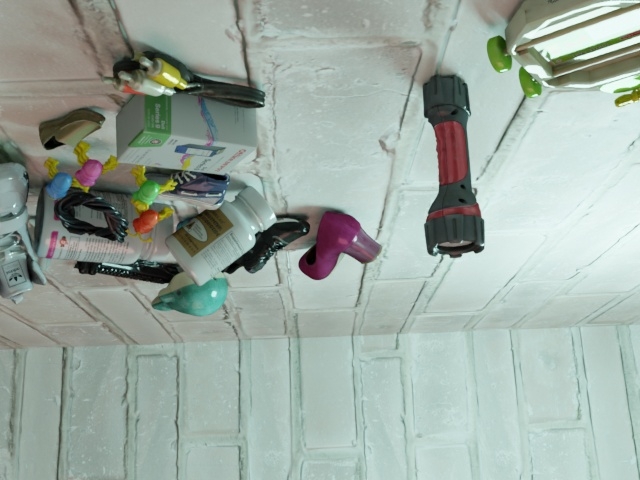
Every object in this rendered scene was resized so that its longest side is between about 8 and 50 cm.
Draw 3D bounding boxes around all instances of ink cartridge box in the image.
[{"bbox_3d":[-0.237,-0.191,1.486,0.212,0.093,0.154,4,164,-31],"label":"ink cartridge box"}]

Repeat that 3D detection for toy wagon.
[{"bbox_3d":[0.429,-0.295,1.290,0.267,0.068,0.344,-14,161,34],"label":"toy wagon"}]

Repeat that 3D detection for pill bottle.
[{"bbox_3d":[-0.484,-0.030,1.878,0.283,0.160,0.160,6,161,-26],"label":"pill bottle"},{"bbox_3d":[-0.218,-0.016,1.863,0.229,0.131,0.131,-38,168,-12],"label":"pill bottle"}]

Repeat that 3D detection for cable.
[{"bbox_3d":[-0.459,-0.042,1.688,0.151,0.047,0.184,24,154,-10],"label":"cable"},{"bbox_3d":[-0.222,-0.240,1.366,0.139,0.072,0.287,-9,163,39],"label":"cable"}]

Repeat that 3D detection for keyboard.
[{"bbox_3d":[-0.548,0.090,2.495,0.201,0.033,0.317,-18,158,41],"label":"keyboard"}]

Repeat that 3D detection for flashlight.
[{"bbox_3d":[0.214,-0.127,1.400,0.103,0.304,0.103,3,163,-17],"label":"flashlight"}]

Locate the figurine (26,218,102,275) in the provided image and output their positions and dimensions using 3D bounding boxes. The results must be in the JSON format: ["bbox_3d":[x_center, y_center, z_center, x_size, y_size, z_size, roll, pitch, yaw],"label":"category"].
[{"bbox_3d":[-0.645,0.003,2.119,0.215,0.092,0.209,5,154,-22],"label":"figurine"}]

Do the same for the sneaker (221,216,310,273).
[{"bbox_3d":[-0.146,0.022,2.161,0.283,0.124,0.107,-13,161,30],"label":"sneaker"}]

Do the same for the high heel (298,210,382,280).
[{"bbox_3d":[0.000,0.000,2.219,0.181,0.127,0.377,37,152,-20],"label":"high heel"}]

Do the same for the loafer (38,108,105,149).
[{"bbox_3d":[-0.448,-0.196,1.516,0.148,0.050,0.056,-12,161,30],"label":"loafer"}]

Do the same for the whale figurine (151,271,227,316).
[{"bbox_3d":[-0.396,0.176,2.543,0.272,0.141,0.216,-28,167,38],"label":"whale figurine"}]

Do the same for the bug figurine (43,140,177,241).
[{"bbox_3d":[-0.425,-0.096,1.700,0.279,0.072,0.216,23,148,-19],"label":"bug figurine"}]

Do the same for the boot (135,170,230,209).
[{"bbox_3d":[-0.289,-0.128,1.773,0.190,0.069,0.086,11,133,-19],"label":"boot"}]

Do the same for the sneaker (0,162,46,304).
[{"bbox_3d":[-0.639,-0.006,1.713,0.137,0.210,0.366,-18,166,-29],"label":"sneaker"}]

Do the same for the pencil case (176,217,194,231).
[{"bbox_3d":[-0.279,-0.029,2.074,0.152,0.064,0.070,-9,137,21],"label":"pencil case"}]
